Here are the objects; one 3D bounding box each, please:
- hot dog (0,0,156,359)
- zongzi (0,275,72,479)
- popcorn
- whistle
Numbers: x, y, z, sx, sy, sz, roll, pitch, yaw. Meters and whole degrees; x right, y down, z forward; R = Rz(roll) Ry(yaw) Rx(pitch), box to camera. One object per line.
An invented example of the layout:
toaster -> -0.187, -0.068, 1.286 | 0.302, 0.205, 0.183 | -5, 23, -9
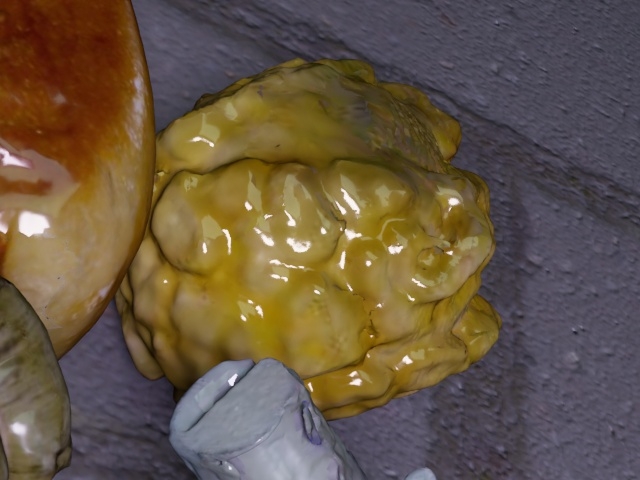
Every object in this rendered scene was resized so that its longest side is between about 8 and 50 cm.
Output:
hot dog -> -0.247, -0.115, 0.687 | 0.405, 0.185, 0.223 | 40, 44, -4
zongzi -> -0.269, 0.092, 0.461 | 0.300, 0.274, 0.145 | -23, 102, -41
popcorn -> 0.000, 0.000, 0.788 | 0.250, 0.190, 0.250 | 15, 41, -14
whistle -> 0.035, 0.192, 0.629 | 0.346, 0.142, 0.133 | 62, -1, -34
